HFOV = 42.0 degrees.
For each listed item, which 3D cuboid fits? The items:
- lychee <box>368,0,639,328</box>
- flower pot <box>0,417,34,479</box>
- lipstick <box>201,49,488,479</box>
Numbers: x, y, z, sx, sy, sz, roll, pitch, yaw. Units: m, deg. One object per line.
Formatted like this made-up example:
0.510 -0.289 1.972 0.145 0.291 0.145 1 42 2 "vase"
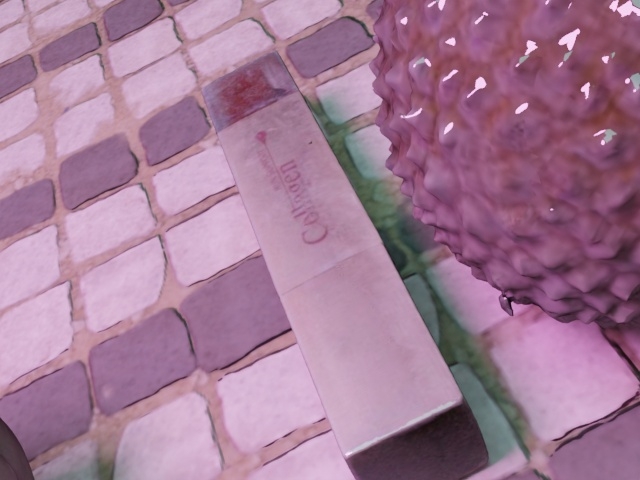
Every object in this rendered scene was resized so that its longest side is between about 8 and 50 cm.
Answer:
0.162 -0.100 0.461 0.300 0.300 0.300 -13 47 14 "lychee"
-0.273 0.179 0.438 0.246 0.246 0.195 -19 44 9 "flower pot"
0.000 0.000 0.576 0.076 0.080 0.371 -26 44 1 "lipstick"
